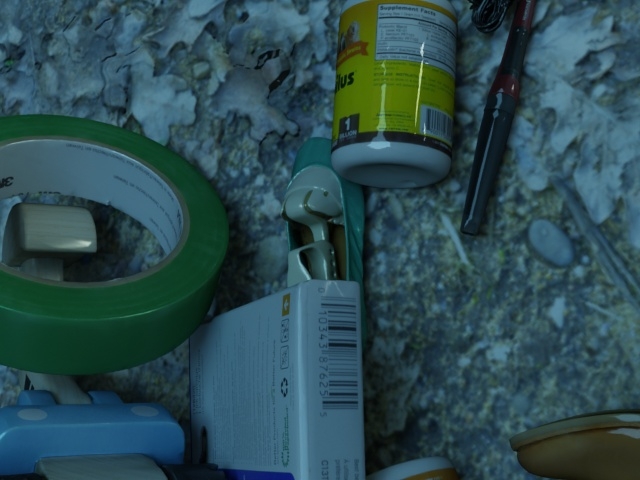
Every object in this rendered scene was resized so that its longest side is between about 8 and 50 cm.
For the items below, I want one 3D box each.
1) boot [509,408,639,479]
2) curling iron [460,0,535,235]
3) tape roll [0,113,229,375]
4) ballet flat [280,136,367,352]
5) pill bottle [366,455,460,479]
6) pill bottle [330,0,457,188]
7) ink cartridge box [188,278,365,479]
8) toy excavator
[{"bbox_3d":[0.291,0.243,0.784,0.283,0.109,0.220,-4,80,19],"label":"boot"},{"bbox_3d":[0.165,-0.137,0.971,0.068,0.035,0.274,1,78,32],"label":"curling iron"},{"bbox_3d":[-0.255,-0.007,1.002,0.321,0.321,0.077,44,133,29],"label":"tape roll"},{"bbox_3d":[0.000,0.000,0.993,0.083,0.087,0.247,-14,71,25],"label":"ballet flat"},{"bbox_3d":[0.093,0.304,0.850,0.121,0.121,0.216,-28,66,19],"label":"pill bottle"},{"bbox_3d":[0.073,-0.166,0.978,0.117,0.117,0.215,-2,76,27],"label":"pill bottle"},{"bbox_3d":[-0.047,0.208,0.915,0.307,0.072,0.304,153,117,-66],"label":"ink cartridge box"},{"bbox_3d":[-0.267,0.207,1.012,0.445,0.222,0.433,27,111,58],"label":"toy excavator"}]
